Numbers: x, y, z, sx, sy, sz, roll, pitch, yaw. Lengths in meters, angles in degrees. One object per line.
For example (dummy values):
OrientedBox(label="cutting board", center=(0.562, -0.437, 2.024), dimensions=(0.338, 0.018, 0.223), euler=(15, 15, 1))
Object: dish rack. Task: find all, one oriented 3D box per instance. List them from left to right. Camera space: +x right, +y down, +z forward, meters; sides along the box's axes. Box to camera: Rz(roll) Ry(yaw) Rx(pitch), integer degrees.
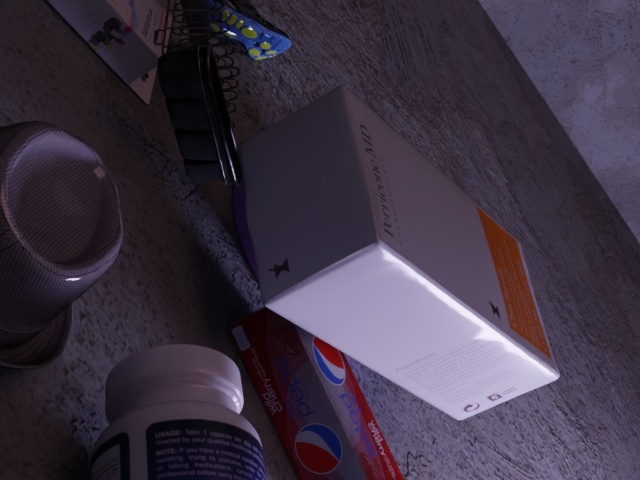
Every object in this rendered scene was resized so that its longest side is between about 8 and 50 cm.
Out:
OrientedBox(label="dish rack", center=(-0.143, -0.223, 1.479), dimensions=(0.208, 0.074, 0.271), euler=(81, 7, -50))

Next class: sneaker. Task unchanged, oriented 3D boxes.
OrientedBox(label="sneaker", center=(-0.106, -0.322, 1.780), dimensions=(0.188, 0.067, 0.078), euler=(24, 50, -52))

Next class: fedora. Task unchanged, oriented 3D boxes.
OrientedBox(label="fedora", center=(-0.252, -0.020, 1.037), dimensions=(0.244, 0.124, 0.275), euler=(62, 16, -6))

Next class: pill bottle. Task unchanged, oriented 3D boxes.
OrientedBox(label="pill bottle", center=(-0.120, 0.232, 1.043), dimensions=(0.153, 0.153, 0.265), euler=(38, 34, -44))

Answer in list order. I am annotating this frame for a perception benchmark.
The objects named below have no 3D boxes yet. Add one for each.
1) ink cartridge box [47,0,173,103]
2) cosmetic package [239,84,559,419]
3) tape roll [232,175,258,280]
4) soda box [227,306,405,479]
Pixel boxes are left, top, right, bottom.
OrientedBox(label="ink cartridge box", center=(-0.236, -0.263, 1.452), dimensions=(0.181, 0.061, 0.104), euler=(47, 28, -33))
OrientedBox(label="cosmetic package", center=(0.106, 0.032, 1.496), dimensions=(0.453, 0.161, 0.230), euler=(34, 36, -47))
OrientedBox(label="tape roll", center=(0.000, 0.000, 1.626), dimensions=(0.275, 0.090, 0.275), euler=(47, 28, -34))
OrientedBox(label="soda box", center=(-0.003, 0.194, 1.416), dimensions=(0.263, 0.083, 0.092), euler=(65, 24, 4))
